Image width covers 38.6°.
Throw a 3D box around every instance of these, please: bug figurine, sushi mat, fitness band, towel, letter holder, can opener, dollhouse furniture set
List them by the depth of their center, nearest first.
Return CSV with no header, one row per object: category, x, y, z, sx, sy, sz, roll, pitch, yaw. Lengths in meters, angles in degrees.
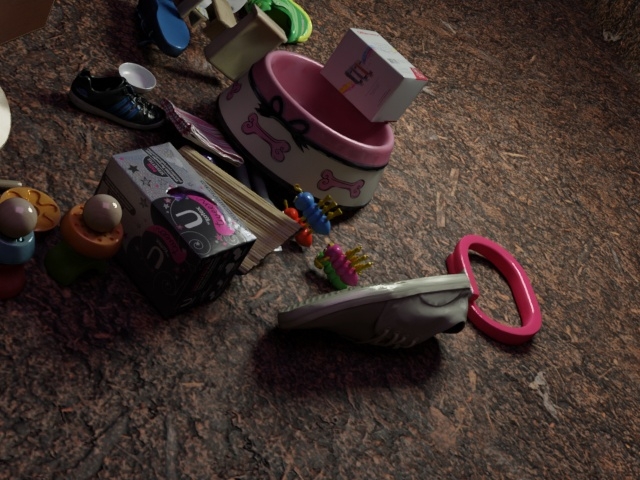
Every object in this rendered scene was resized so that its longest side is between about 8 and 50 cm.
sushi mat,-0.195,-0.063,1.670,0.316,0.019,0.151,35,59,25
bug figurine,0.000,0.000,1.732,0.072,0.279,0.216,-37,90,-12
letter holder,-0.644,-0.498,1.748,0.152,0.214,0.302,37,35,2
can opener,-0.124,-0.081,1.804,0.074,0.093,0.280,17,33,-31
towel,-0.240,-0.224,1.851,0.144,0.029,0.197,29,13,-35
fitness band,0.387,0.108,2.035,0.209,0.054,0.291,21,38,-24
dollhouse furniture set,-0.197,-0.514,2.121,0.212,0.161,0.242,35,27,-45

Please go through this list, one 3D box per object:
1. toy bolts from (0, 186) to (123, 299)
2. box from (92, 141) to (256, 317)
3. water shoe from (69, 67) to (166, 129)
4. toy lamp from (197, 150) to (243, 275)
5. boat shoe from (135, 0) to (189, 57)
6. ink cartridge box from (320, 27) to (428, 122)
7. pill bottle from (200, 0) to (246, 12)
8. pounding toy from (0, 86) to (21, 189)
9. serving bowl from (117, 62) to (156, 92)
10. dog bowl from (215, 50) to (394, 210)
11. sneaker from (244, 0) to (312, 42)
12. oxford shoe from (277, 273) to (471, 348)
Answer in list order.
toy bolts,-0.441,-0.034,1.420,0.218,0.158,0.228,46,36,15
box,-0.260,-0.021,1.549,0.247,0.163,0.142,47,38,16
water shoe,-0.393,-0.280,1.816,0.203,0.080,0.073,11,41,-30
toy lamp,-0.188,-0.049,1.721,0.080,0.080,0.275,5,42,-35
boat shoe,-0.362,-0.483,2.083,0.109,0.089,0.258,27,28,-35
ink cartridge box,0.117,-0.364,2.016,0.176,0.127,0.128,47,27,19
pill bottle,-0.299,-0.713,2.333,0.161,0.161,0.283,1,47,-39
pounding toy,-0.619,-0.182,1.522,0.183,0.110,0.237,-4,79,-56
serving bowl,-0.392,-0.339,1.933,0.083,0.027,0.083,22,38,-18
dog bowl,-0.015,-0.254,1.989,0.408,0.150,0.408,29,28,-17
sneaker,-0.151,-0.628,2.400,0.295,0.109,0.123,39,31,5
oxford shoe,0.120,0.141,1.702,0.449,0.169,0.130,-3,86,-40
